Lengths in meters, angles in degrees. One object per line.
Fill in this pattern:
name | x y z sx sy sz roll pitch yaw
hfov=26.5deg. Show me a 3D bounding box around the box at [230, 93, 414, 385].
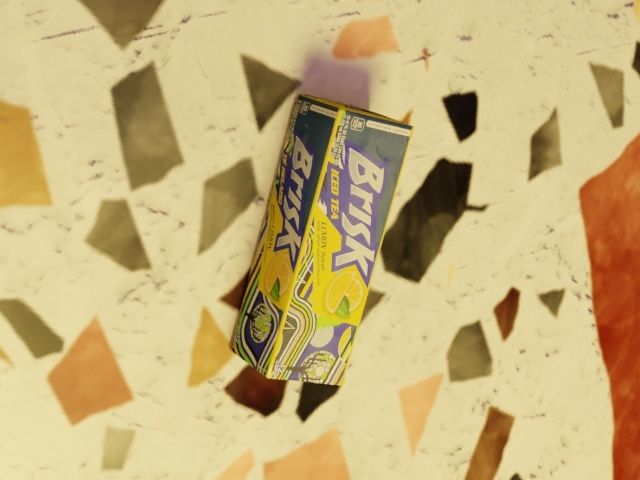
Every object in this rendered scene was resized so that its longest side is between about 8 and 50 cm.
box | 0.000 0.000 0.832 0.059 0.054 0.168 10 99 -33
